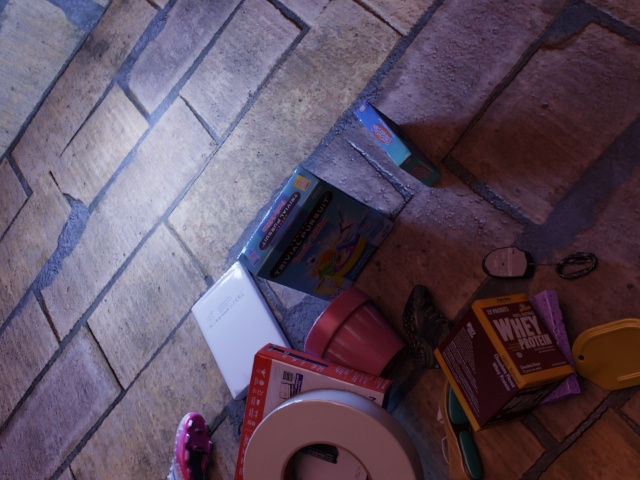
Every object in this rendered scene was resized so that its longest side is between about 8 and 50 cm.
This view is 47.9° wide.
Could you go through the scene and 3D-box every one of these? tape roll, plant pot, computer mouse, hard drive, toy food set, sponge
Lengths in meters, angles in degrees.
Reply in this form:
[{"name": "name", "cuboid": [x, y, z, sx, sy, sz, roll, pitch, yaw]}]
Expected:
[{"name": "tape roll", "cuboid": [0.024, 0.507, 1.516, 0.392, 0.072, 0.392, 3, 100, 18]}, {"name": "plant pot", "cuboid": [0.093, 0.237, 1.655, 0.180, 0.201, 0.201, 36, 97, 22]}, {"name": "computer mouse", "cuboid": [0.466, 0.050, 1.540, 0.242, 0.041, 0.071, 0, 83, 29]}, {"name": "hard drive", "cuboid": [-0.220, 0.242, 1.963, 0.210, 0.040, 0.319, -45, 54, 16]}, {"name": "toy food set", "cuboid": [0.596, 0.205, 1.376, 0.217, 0.071, 0.128, -21, 87, 31]}, {"name": "sponge", "cuboid": [0.454, 0.218, 1.453, 0.117, 0.031, 0.210, 132, 137, -59]}]

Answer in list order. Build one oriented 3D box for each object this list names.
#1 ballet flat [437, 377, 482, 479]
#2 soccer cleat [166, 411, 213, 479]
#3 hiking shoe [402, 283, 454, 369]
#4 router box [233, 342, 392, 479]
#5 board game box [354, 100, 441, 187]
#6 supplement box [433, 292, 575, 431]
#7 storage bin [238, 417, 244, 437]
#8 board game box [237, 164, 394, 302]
[{"name": "ballet flat", "cuboid": [0.281, 0.400, 1.529, 0.073, 0.080, 0.232, -29, 57, 42]}, {"name": "soccer cleat", "cuboid": [-0.364, 0.625, 1.891, 0.143, 0.116, 0.331, -18, 65, 30]}, {"name": "hiking shoe", "cuboid": [0.252, 0.199, 1.619, 0.086, 0.114, 0.227, 112, 164, -45]}, {"name": "router box", "cuboid": [-0.021, 0.430, 1.600, 0.301, 0.082, 0.336, 14, 104, 17]}, {"name": "board game box", "cuboid": [0.189, -0.234, 1.751, 0.047, 0.160, 0.210, -45, 54, 16]}, {"name": "supplement box", "cuboid": [0.358, 0.241, 1.435, 0.191, 0.129, 0.194, 64, 146, 33]}, {"name": "storage bin", "cuboid": [-0.103, 0.480, 1.772, 0.180, 0.084, 0.122, 38, 98, 37]}, {"name": "board game box", "cuboid": [0.000, 0.000, 1.697, 0.079, 0.336, 0.254, 40, 100, 37]}]
